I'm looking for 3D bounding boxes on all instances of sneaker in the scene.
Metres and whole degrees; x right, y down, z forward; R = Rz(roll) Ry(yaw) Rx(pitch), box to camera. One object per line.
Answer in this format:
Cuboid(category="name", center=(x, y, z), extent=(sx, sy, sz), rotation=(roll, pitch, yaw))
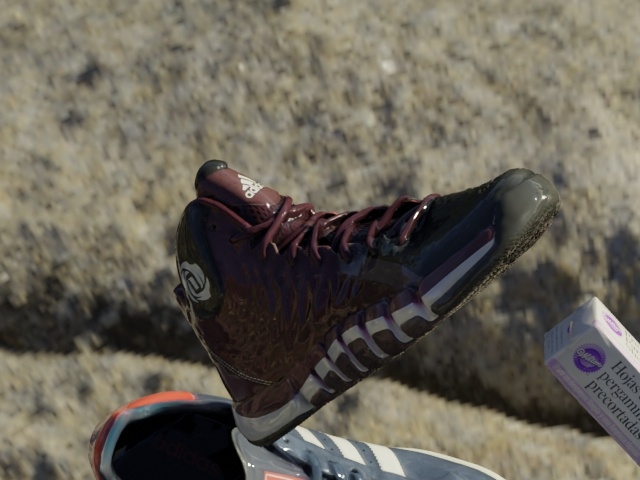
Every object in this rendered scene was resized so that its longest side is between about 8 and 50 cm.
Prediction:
Cuboid(category="sneaker", center=(-0.006, 0.194, 1.333), extent=(0.350, 0.148, 0.131), rotation=(11, 81, 7))
Cuboid(category="sneaker", center=(0.000, 0.000, 1.091), extent=(0.162, 0.281, 0.106), rotation=(53, 38, 3))

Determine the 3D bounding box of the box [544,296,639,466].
Cuboid(category="box", center=(0.330, 0.193, 1.676), extent=(0.063, 0.324, 0.067), rotation=(-39, 12, 19))
